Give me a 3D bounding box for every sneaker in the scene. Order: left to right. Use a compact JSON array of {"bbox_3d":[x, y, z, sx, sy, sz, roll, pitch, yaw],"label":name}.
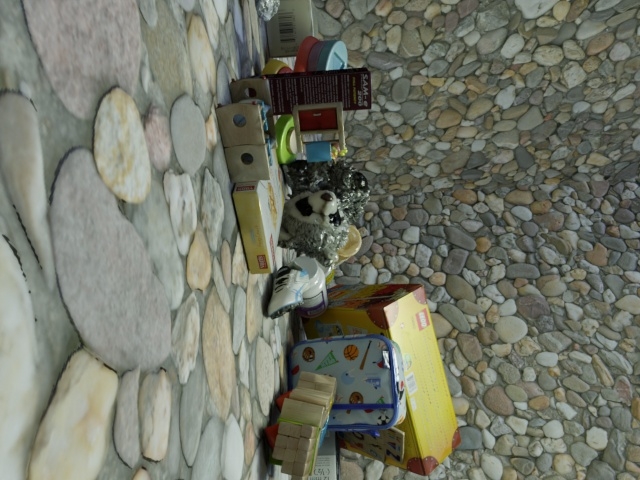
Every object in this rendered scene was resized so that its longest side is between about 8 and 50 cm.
[{"bbox_3d":[-0.078,0.107,1.099,0.086,0.085,0.237,60,11,-7],"label":"sneaker"},{"bbox_3d":[-0.073,-0.190,1.451,0.191,0.072,0.082,-5,97,-86],"label":"sneaker"}]

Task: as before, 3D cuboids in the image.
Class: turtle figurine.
[{"bbox_3d":[-0.001,-0.192,1.481,0.217,0.087,0.269,-62,172,-46],"label":"turtle figurine"}]

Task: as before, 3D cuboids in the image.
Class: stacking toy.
[{"bbox_3d":[-0.014,-0.331,1.220,0.279,0.131,0.308,89,26,-44],"label":"stacking toy"}]

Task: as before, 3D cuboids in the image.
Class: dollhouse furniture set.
[{"bbox_3d":[-0.055,-0.186,0.804,0.129,0.184,0.128,-88,173,-54],"label":"dollhouse furniture set"}]

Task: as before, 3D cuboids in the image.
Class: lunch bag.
[{"bbox_3d":[0.069,0.364,1.253,0.115,0.304,0.242,36,50,-61],"label":"lunch bag"}]

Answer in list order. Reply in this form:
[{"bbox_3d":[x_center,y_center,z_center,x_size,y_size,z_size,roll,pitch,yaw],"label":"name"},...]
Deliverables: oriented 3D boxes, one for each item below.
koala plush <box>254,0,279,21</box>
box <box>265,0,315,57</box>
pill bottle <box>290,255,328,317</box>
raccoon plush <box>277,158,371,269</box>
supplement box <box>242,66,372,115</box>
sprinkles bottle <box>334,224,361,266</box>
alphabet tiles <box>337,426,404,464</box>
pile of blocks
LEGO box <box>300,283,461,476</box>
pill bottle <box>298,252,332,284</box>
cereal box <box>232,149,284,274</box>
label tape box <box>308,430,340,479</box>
[{"bbox_3d":[-0.095,-0.530,0.897,0.221,0.204,0.196,157,-81,-72],"label":"koala plush"},{"bbox_3d":[-0.072,-0.596,1.412,0.311,0.121,0.147,-83,168,-71],"label":"box"},{"bbox_3d":[-0.037,0.127,1.376,0.193,0.108,0.108,82,6,-55],"label":"pill bottle"},{"bbox_3d":[0.000,0.000,1.292,0.446,0.216,0.299,83,21,-53],"label":"raccoon plush"},{"bbox_3d":[-0.023,-0.290,0.970,0.130,0.240,0.073,-84,170,-68],"label":"supplement box"},{"bbox_3d":[0.045,0.039,1.858,0.355,0.122,0.121,134,-45,-70],"label":"sprinkles bottle"},{"bbox_3d":[0.079,0.503,1.402,0.011,0.343,0.284,-47,144,-36],"label":"alphabet tiles"},{"bbox_3d":[-0.050,0.385,1.041,0.362,0.113,0.148,-20,119,-78],"label":"pile of blocks"},{"bbox_3d":[0.169,0.398,1.510,0.193,0.373,0.499,-20,99,-40],"label":"LEGO box"},{"bbox_3d":[-0.011,0.103,1.721,0.208,0.118,0.117,76,11,-73],"label":"pill bottle"},{"bbox_3d":[-0.109,-0.076,0.930,0.240,0.048,0.172,-89,174,-53],"label":"cereal box"},{"bbox_3d":[0.003,0.723,1.394,0.249,0.115,0.347,82,4,-51],"label":"label tape box"}]
